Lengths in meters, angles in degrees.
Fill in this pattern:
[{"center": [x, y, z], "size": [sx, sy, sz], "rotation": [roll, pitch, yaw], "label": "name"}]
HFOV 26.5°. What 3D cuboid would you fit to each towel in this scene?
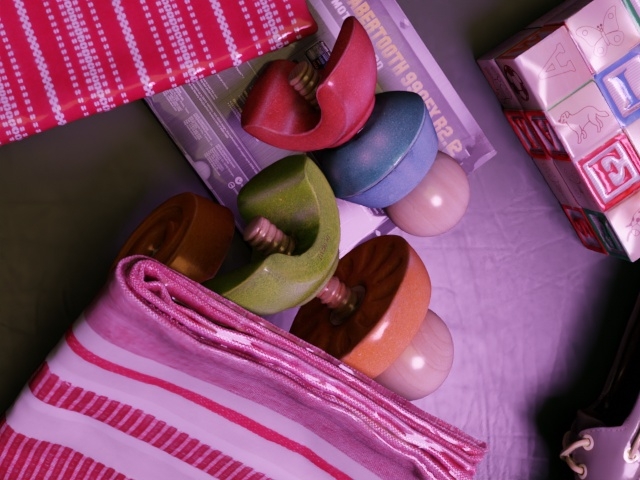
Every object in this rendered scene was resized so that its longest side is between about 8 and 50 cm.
[{"center": [-0.080, 0.145, 0.853], "size": [0.237, 0.329, 0.037], "rotation": [30, 51, -12], "label": "towel"}, {"center": [-0.162, -0.179, 0.884], "size": [0.274, 0.031, 0.199], "rotation": [-19, 82, -2], "label": "towel"}]

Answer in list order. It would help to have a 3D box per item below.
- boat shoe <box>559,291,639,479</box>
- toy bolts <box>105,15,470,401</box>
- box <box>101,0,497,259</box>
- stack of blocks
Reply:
[{"center": [0.230, 0.142, 1.001], "size": [0.091, 0.109, 0.305], "rotation": [26, 93, -1], "label": "boat shoe"}, {"center": [0.000, 0.000, 0.871], "size": [0.158, 0.218, 0.229], "rotation": [40, 55, -25], "label": "toy bolts"}, {"center": [-0.016, -0.101, 0.949], "size": [0.183, 0.056, 0.231], "rotation": [-37, 102, -5], "label": "box"}, {"center": [0.287, -0.140, 0.987], "size": [0.297, 0.087, 0.171], "rotation": [-33, 101, -6], "label": "stack of blocks"}]
